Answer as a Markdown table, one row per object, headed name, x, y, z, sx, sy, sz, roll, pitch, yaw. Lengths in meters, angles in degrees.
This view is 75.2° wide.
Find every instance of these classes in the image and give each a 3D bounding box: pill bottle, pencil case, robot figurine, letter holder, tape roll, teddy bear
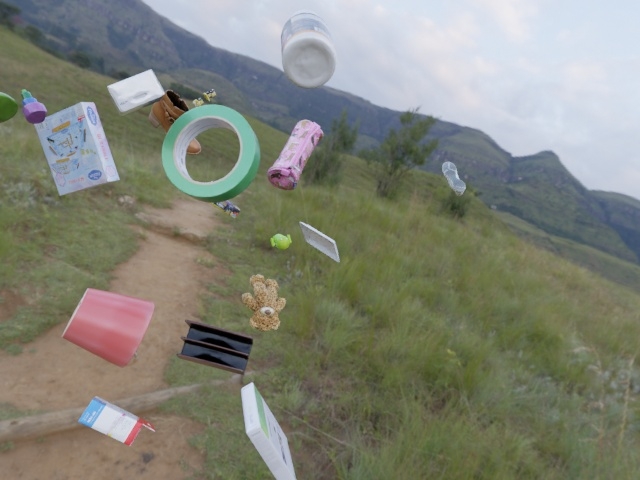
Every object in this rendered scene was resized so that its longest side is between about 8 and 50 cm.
| name | x | y | z | sx | sy | sz | roll | pitch | yaw |
| --- | --- | --- | --- | --- | --- | --- | --- | --- | --- |
| pill bottle | -0.041 | -0.601 | 1.283 | 0.162 | 0.162 | 0.279 | 20 | 38 | -24 |
| pencil case | -0.120 | -0.424 | 2.045 | 0.167 | 0.386 | 0.160 | 7 | -36 | 25 |
| robot figurine | -0.191 | 0.007 | 2.000 | 0.101 | 0.067 | 0.115 | -10 | 18 | -26 |
| letter holder | -0.457 | 0.465 | 1.808 | 0.301 | 0.152 | 0.214 | 16 | -24 | -4 |
| tape roll | -0.366 | -0.291 | 1.396 | 0.321 | 0.321 | 0.077 | 23 | -5 | 9 |
| teddy bear | -0.290 | 0.314 | 2.194 | 0.245 | 0.113 | 0.338 | 40 | 29 | -16 |

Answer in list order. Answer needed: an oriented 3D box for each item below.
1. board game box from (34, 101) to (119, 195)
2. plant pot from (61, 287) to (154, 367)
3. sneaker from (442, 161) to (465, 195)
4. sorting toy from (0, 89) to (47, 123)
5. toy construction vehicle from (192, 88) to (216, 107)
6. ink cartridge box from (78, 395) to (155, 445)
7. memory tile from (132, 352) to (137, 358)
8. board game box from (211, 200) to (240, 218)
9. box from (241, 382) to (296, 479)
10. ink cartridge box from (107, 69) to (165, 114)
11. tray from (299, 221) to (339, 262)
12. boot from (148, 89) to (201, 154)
| name | x | y | z | sx | sy | sz | roll | pitch | yaw |
| --- | --- | --- | --- | --- | --- | --- | --- | --- | --- |
| board game box | -1.013 | -0.371 | 1.723 | 0.318 | 0.318 | 0.066 | -7 | 12 | 26 |
| plant pot | -0.806 | 0.316 | 1.573 | 0.243 | 0.275 | 0.275 | 28 | 1 | -25 |
| sneaker | 0.513 | -0.238 | 1.618 | 0.053 | 0.152 | 0.061 | -18 | -26 | 3 |
| sorting toy | -0.984 | -0.420 | 1.180 | 0.126 | 0.127 | 0.365 | 58 | 25 | 6 |
| toy construction vehicle | -0.446 | -0.537 | 1.642 | 0.035 | 0.098 | 0.086 | 59 | -6 | 43 |
| ink cartridge box | -0.689 | 0.623 | 1.416 | 0.231 | 0.078 | 0.134 | 34 | -25 | -12 |
| memory tile | -0.870 | 0.459 | 1.810 | 0.147 | 0.113 | 0.012 | 14 | 28 | -4 |
| board game box | -0.429 | -0.161 | 1.819 | 0.141 | 0.048 | 0.170 | 34 | -1 | -21 |
| box | -0.189 | 0.709 | 1.507 | 0.232 | 0.058 | 0.322 | -129 | -164 | -67 |
| ink cartridge box | -0.569 | -0.451 | 1.281 | 0.190 | 0.139 | 0.082 | 23 | -40 | 63 |
| tray | 0.000 | 0.000 | 2.105 | 0.270 | 0.030 | 0.145 | 32 | -28 | 40 |
| boot | -0.628 | -0.533 | 1.884 | 0.283 | 0.109 | 0.220 | 46 | -42 | -18 |
